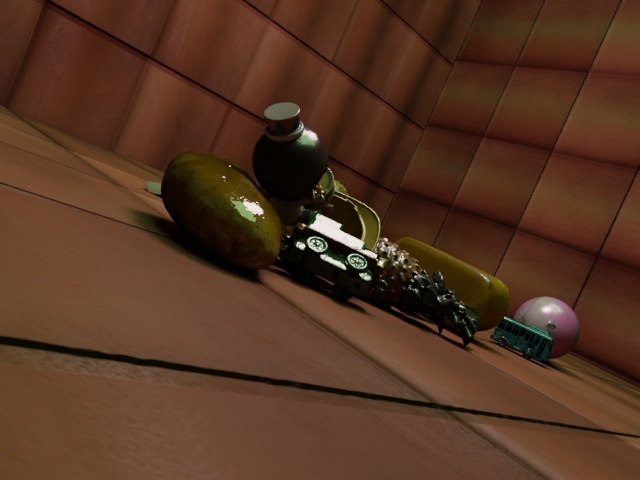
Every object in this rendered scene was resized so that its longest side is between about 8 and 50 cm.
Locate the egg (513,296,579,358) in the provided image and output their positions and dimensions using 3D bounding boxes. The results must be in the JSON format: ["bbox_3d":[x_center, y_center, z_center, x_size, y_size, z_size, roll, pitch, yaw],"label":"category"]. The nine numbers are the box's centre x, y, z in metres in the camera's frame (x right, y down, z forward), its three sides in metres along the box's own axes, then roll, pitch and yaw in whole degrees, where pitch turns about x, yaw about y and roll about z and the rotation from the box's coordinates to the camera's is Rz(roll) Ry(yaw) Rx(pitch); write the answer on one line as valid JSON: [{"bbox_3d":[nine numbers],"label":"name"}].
[{"bbox_3d":[0.692,0.267,1.753,0.196,0.196,0.271,24,8,8],"label":"egg"}]

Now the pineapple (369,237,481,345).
[{"bbox_3d":[0.206,0.114,1.235,0.310,0.141,0.170,32,-2,20],"label":"pineapple"}]

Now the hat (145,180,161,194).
[{"bbox_3d":[-0.388,-0.136,1.548,0.166,0.081,0.122,14,-1,8],"label":"hat"}]

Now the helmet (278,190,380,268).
[{"bbox_3d":[-0.008,-0.002,1.245,0.256,0.205,0.140,15,-37,2],"label":"helmet"}]

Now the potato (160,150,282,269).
[{"bbox_3d":[-0.170,-0.052,0.982,0.176,0.196,0.369,-22,26,-13],"label":"potato"}]

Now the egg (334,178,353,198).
[{"bbox_3d":[-0.019,-0.065,1.573,0.238,0.238,0.289,24,-7,0],"label":"egg"}]

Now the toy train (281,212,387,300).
[{"bbox_3d":[0.029,0.028,1.087,0.227,0.091,0.136,24,39,2],"label":"toy train"}]

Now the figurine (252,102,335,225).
[{"bbox_3d":[-0.050,-0.141,1.097,0.161,0.158,0.275,37,-18,18],"label":"figurine"}]

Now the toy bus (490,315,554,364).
[{"bbox_3d":[0.572,0.277,1.589,0.160,0.092,0.079,25,4,28],"label":"toy bus"}]

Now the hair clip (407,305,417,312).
[{"bbox_3d":[0.216,0.129,1.423,0.146,0.056,0.187,49,-17,-25],"label":"hair clip"}]

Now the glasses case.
[{"bbox_3d":[0.328,0.126,1.506,0.141,0.173,0.371,21,6,-38],"label":"glasses case"}]
